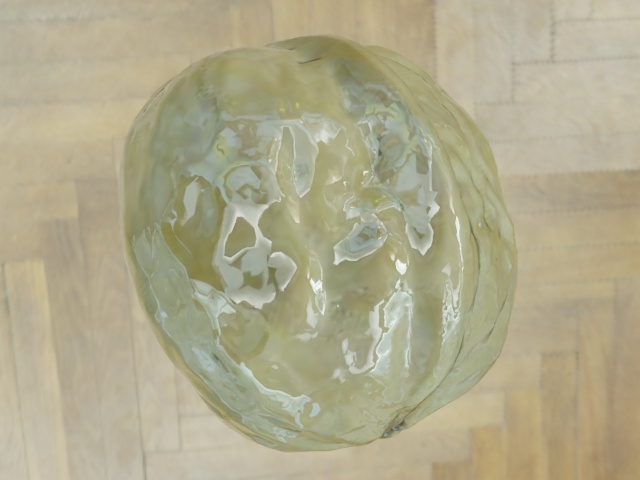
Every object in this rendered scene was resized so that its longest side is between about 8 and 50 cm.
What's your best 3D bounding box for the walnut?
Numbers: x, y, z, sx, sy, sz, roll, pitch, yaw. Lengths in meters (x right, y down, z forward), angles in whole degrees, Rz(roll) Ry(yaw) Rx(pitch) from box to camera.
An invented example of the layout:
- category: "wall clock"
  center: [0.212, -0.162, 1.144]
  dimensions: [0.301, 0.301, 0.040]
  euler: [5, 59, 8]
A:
- category: "walnut"
  center: [0.000, 0.000, 1.206]
  dimensions: [0.381, 0.381, 0.381]
  euler: [-2, 109, -6]
